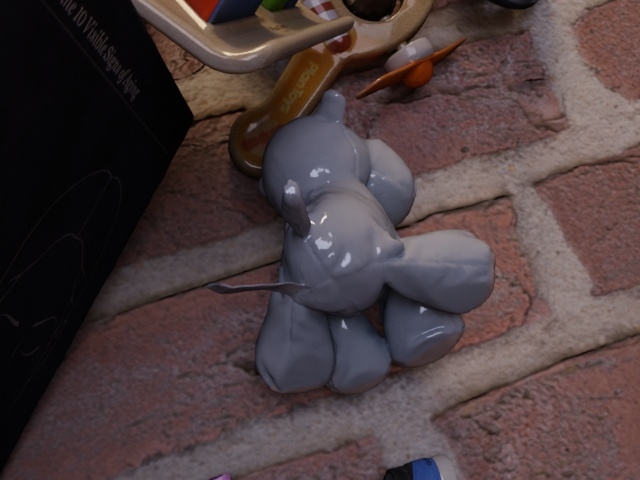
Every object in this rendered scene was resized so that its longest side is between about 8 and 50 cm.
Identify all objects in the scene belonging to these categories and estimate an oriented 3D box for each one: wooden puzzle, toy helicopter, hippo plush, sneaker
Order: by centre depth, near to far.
[{"bbox_3d":[-0.140,-0.279,0.692,0.348,0.322,0.080,32,114,2],"label":"wooden puzzle"},{"bbox_3d":[0.103,0.289,0.751,0.085,0.058,0.152,-8,67,-15],"label":"sneaker"},{"bbox_3d":[0.000,0.000,0.785,0.294,0.234,0.236,18,34,-34],"label":"hippo plush"},{"bbox_3d":[0.022,-0.215,0.909,0.235,0.140,0.355,32,81,-4],"label":"toy helicopter"}]

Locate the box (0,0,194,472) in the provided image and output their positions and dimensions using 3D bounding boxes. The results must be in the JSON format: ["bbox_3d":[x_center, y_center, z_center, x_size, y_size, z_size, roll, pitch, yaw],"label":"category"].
[{"bbox_3d":[-0.349,-0.011,0.533,0.297,0.480,0.471,29,84,2],"label":"box"}]

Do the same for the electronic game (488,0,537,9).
[{"bbox_3d":[0.191,-0.380,0.966,0.229,0.048,0.229,20,52,-27],"label":"electronic game"}]

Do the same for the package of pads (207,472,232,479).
[{"bbox_3d":[-0.097,0.272,0.750,0.050,0.032,0.083,-20,74,-14],"label":"package of pads"}]
